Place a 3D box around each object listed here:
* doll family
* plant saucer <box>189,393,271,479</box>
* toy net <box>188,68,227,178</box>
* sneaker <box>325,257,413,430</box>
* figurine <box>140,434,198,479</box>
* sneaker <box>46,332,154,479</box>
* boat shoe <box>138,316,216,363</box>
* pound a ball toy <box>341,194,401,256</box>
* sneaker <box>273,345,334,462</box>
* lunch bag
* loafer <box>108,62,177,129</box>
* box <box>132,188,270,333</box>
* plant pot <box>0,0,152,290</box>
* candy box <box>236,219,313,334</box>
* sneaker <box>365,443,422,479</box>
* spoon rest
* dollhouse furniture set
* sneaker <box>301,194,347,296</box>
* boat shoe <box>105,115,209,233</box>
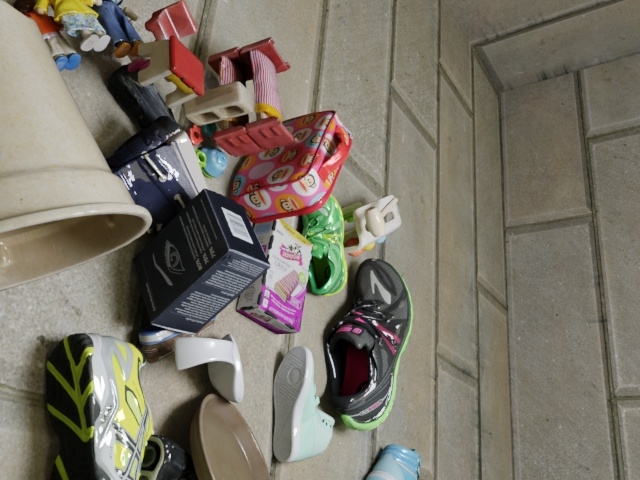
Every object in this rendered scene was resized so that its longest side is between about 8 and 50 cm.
[{"bbox_3d":[-0.383,-0.384,1.031,0.163,0.118,0.263,54,31,8],"label":"doll family"},{"bbox_3d":[-0.165,0.421,1.137,0.278,0.041,0.278,61,5,-9],"label":"plant saucer"},{"bbox_3d":[-0.251,-0.253,1.304,0.122,0.045,0.232,4,76,-56],"label":"toy net"},{"bbox_3d":[0.127,0.250,1.627,0.202,0.185,0.483,47,43,-47],"label":"sneaker"},{"bbox_3d":[-0.250,0.467,1.057,0.209,0.092,0.215,45,46,-49],"label":"figurine"},{"bbox_3d":[-0.316,0.333,0.932,0.147,0.145,0.384,11,73,-56],"label":"sneaker"},{"bbox_3d":[-0.265,0.178,1.142,0.183,0.066,0.066,-14,105,-56],"label":"boat shoe"},{"bbox_3d":[0.142,-0.037,1.710,0.319,0.208,0.135,-26,103,-58],"label":"pound a ball toy"},{"bbox_3d":[-0.030,0.376,1.418,0.151,0.094,0.256,17,76,-49],"label":"sneaker"},{"bbox_3d":[-0.048,-0.179,1.398,0.120,0.258,0.293,56,39,-32],"label":"lunch bag"},{"bbox_3d":[-0.309,-0.237,1.170,0.223,0.076,0.078,57,46,-26],"label":"loafer"},{"bbox_3d":[-0.213,0.040,1.076,0.108,0.207,0.153,26,29,-49],"label":"box"},{"bbox_3d":[-0.423,-0.114,0.768,0.334,0.334,0.305,-11,79,-58],"label":"plant pot"},{"bbox_3d":[-0.100,0.081,1.417,0.159,0.071,0.233,39,49,-46],"label":"candy box"},{"bbox_3d":[0.250,0.719,1.740,0.208,0.127,0.319,-51,124,-49],"label":"sneaker"},{"bbox_3d":[-0.185,0.232,1.157,0.276,0.084,0.137,61,18,-68],"label":"spoon rest"},{"bbox_3d":[-0.182,-0.323,1.171,0.374,0.152,0.201,36,45,-68],"label":"dollhouse furniture set"},{"bbox_3d":[0.000,0.000,1.564,0.123,0.109,0.295,-17,96,-62],"label":"sneaker"},{"bbox_3d":[-0.284,-0.053,1.147,0.158,0.127,0.340,-37,130,-22],"label":"boat shoe"}]
